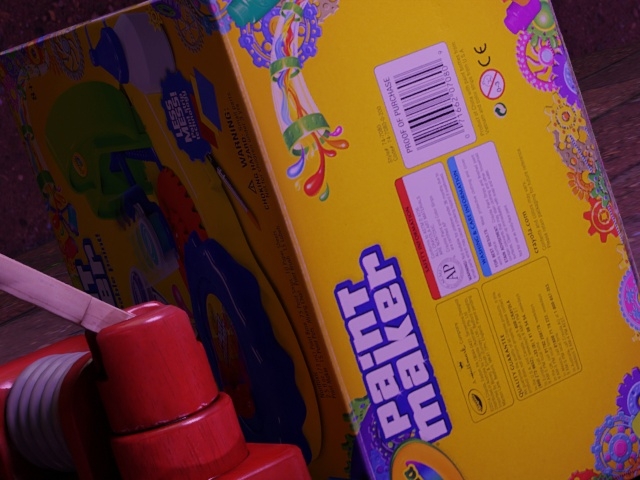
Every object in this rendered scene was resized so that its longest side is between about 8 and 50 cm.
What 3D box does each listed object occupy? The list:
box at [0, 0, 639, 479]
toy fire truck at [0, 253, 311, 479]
[{"bbox_3d":[0.000,0.000,0.992,0.177,0.290,0.279,-23,8,-27],"label":"box"},{"bbox_3d":[-0.122,0.078,0.872,0.158,0.246,0.217,-22,9,-34],"label":"toy fire truck"}]
